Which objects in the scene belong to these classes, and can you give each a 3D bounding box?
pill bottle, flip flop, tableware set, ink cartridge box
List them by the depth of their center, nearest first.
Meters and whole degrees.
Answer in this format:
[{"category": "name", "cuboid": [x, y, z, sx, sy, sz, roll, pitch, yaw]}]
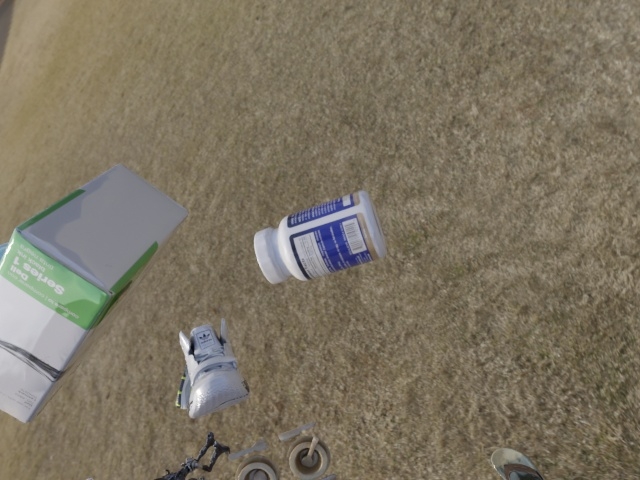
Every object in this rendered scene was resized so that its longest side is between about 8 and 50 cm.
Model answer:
[{"category": "ink cartridge box", "cuboid": [-0.250, 0.052, 0.449, 0.219, 0.092, 0.160, -47, 13, 26]}, {"category": "tableware set", "cuboid": [-0.073, 0.446, 0.855, 0.194, 0.039, 0.129, -22, 90, -1]}, {"category": "pill bottle", "cuboid": [0.000, 0.000, 0.965, 0.264, 0.153, 0.153, -17, 55, 11]}, {"category": "flip flop", "cuboid": [0.631, 0.748, 1.368, 0.112, 0.080, 0.277, -56, 23, 7]}]

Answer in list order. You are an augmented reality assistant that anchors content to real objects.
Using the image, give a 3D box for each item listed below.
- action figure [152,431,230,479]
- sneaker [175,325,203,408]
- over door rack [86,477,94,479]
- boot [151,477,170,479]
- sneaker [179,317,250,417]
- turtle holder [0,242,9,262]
[{"category": "action figure", "cuboid": [-0.411, 0.757, 1.399, 0.163, 0.141, 0.275, 3, 29, 39]}, {"category": "sneaker", "cuboid": [-0.524, 0.561, 1.953, 0.145, 0.147, 0.385, 119, 162, -48]}, {"category": "over door rack", "cuboid": [-0.446, 0.585, 0.774, 0.324, 0.108, 0.239, 10, 33, 41]}, {"category": "boot", "cuboid": [-0.298, 0.303, 0.359, 0.222, 0.338, 0.118, -24, 88, 27]}, {"category": "sneaker", "cuboid": [-0.262, 0.292, 1.041, 0.137, 0.366, 0.211, -16, 73, -17]}, {"category": "turtle holder", "cuboid": [-0.839, 0.127, 1.224, 0.227, 0.244, 0.320, -35, 19, -7]}]
